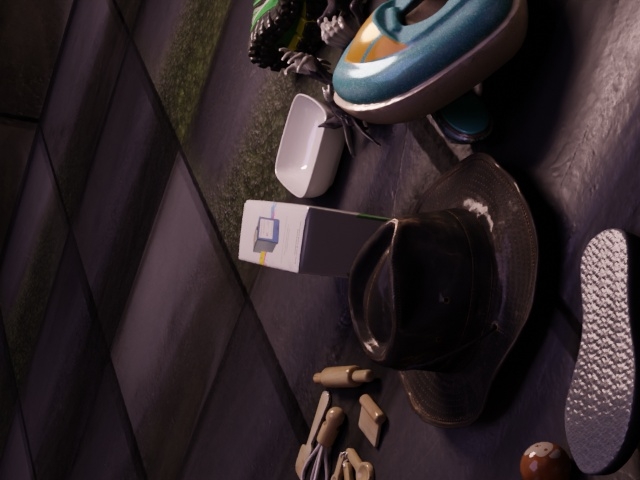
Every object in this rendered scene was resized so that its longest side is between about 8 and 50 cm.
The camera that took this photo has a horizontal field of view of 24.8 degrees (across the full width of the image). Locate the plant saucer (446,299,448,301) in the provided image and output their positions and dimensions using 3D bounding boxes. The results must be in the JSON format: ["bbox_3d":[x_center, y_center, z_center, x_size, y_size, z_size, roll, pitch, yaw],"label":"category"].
[{"bbox_3d":[0.179,0.015,1.748,0.168,0.029,0.168,-34,52,58],"label":"plant saucer"}]

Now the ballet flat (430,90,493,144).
[{"bbox_3d":[0.166,-0.158,1.807,0.188,0.070,0.070,-113,39,-50],"label":"ballet flat"}]

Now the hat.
[{"bbox_3d":[0.111,0.051,1.692,0.331,0.134,0.331,-172,90,-66],"label":"hat"}]

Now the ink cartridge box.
[{"bbox_3d":[0.000,0.000,1.979,0.212,0.154,0.093,13,95,64],"label":"ink cartridge box"}]

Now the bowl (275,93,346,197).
[{"bbox_3d":[-0.010,-0.139,2.163,0.142,0.053,0.142,43,122,60],"label":"bowl"}]

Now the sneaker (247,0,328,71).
[{"bbox_3d":[-0.030,-0.409,2.195,0.343,0.134,0.146,-48,40,50],"label":"sneaker"}]

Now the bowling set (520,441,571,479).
[{"bbox_3d":[0.176,0.306,1.515,0.287,0.154,0.200,-13,71,63],"label":"bowling set"}]

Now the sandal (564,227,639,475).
[{"bbox_3d":[0.301,0.111,1.450,0.097,0.054,0.254,-21,54,54],"label":"sandal"}]

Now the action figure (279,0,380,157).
[{"bbox_3d":[0.026,-0.260,2.030,0.164,0.141,0.276,-27,56,46],"label":"action figure"}]

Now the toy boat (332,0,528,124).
[{"bbox_3d":[0.112,-0.283,1.782,0.267,0.148,0.318,-33,33,18],"label":"toy boat"}]

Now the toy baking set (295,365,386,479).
[{"bbox_3d":[0.016,0.268,2.008,0.256,0.030,0.197,-4,78,64],"label":"toy baking set"}]
